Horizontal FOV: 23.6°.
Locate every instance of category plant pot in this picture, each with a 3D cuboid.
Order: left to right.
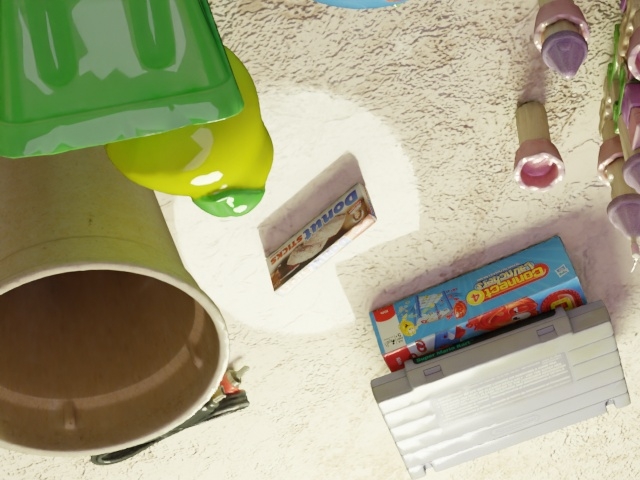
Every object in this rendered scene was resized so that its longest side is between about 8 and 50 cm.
[{"bbox_3d":[-0.295,0.036,1.834,0.333,0.305,0.334,-8,136,-8],"label":"plant pot"}]

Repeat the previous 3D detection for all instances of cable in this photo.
[{"bbox_3d":[-0.220,0.254,2.283,0.287,0.072,0.139,-30,153,31],"label":"cable"}]

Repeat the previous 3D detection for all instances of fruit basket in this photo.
[{"bbox_3d":[-0.201,-0.173,1.606,0.282,0.392,0.392,-11,136,-6],"label":"fruit basket"}]

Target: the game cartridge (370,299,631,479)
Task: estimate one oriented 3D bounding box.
[{"bbox_3d":[0.267,0.218,2.244,0.355,0.068,0.230,-20,133,4],"label":"game cartridge"}]

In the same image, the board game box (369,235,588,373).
[{"bbox_3d":[0.267,0.169,2.298,0.301,0.086,0.308,-23,136,7],"label":"board game box"}]

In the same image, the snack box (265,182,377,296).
[{"bbox_3d":[0.000,0.000,2.061,0.178,0.064,0.022,-39,132,22],"label":"snack box"}]

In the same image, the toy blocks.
[{"bbox_3d":[0.399,-0.153,1.846,0.308,0.260,0.289,1,135,0],"label":"toy blocks"}]

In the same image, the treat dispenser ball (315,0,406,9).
[{"bbox_3d":[0.040,-0.376,1.530,0.288,0.288,0.288,-9,136,-8],"label":"treat dispenser ball"}]

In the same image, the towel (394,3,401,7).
[{"bbox_3d":[0.084,-0.342,1.769,0.113,0.023,0.152,-35,134,19],"label":"towel"}]
